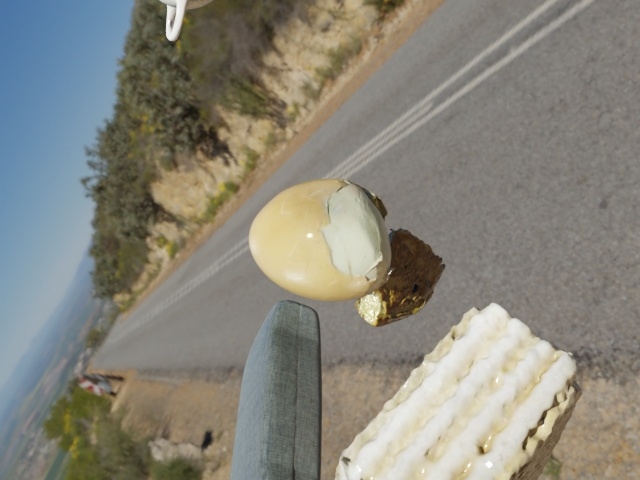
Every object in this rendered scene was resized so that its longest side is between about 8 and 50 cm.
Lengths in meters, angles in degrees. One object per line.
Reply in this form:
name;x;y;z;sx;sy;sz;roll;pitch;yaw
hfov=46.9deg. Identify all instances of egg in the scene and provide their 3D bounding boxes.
egg;0.000;0.000;1.214;0.201;0.244;0.201;0;-90;-73

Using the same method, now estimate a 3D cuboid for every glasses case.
glasses case;-0.050;0.215;0.854;0.323;0.074;0.131;-90;21;-53

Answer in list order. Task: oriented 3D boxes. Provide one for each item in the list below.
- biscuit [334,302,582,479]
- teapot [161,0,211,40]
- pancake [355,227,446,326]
biscuit;0.099;0.188;0.541;0.144;0.078;0.426;-45;-26;-17
teapot;-0.205;-0.413;1.101;0.092;0.145;0.226;18;98;64
pancake;0.172;0.095;1.586;0.056;0.257;0.212;18;80;46
